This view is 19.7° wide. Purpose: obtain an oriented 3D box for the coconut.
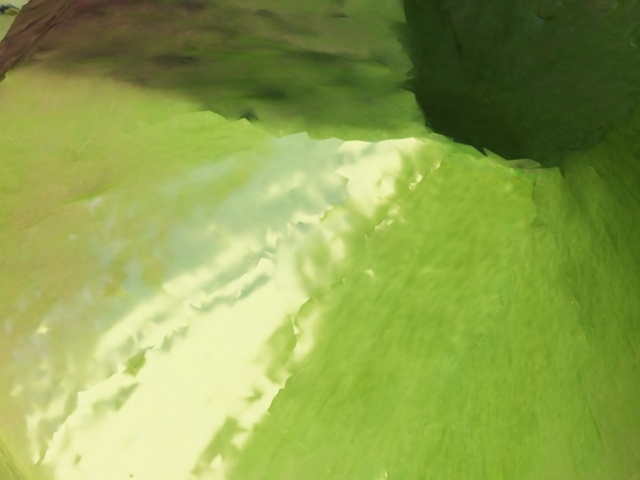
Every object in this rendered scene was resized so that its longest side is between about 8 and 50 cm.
[{"bbox_3d":[0.000,0.000,0.485,0.236,0.236,0.204,-6,79,29],"label":"coconut"}]
